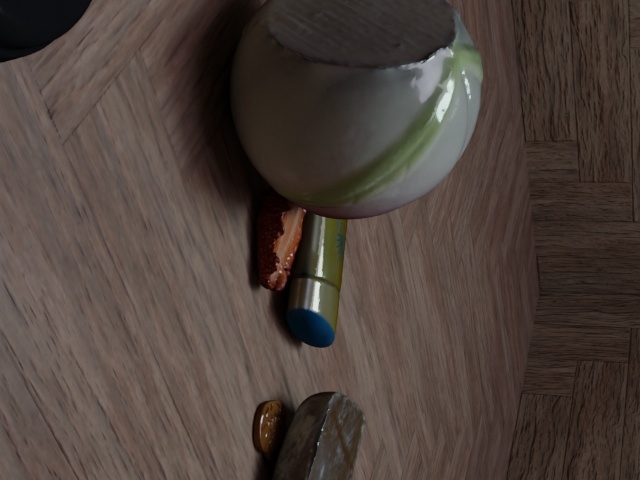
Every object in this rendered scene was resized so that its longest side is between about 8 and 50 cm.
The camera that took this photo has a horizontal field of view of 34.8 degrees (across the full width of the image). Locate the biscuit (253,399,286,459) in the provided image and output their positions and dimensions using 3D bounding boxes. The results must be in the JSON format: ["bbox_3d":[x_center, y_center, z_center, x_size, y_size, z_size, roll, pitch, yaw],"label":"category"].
[{"bbox_3d":[-0.064,0.249,1.338,0.091,0.015,0.078,8,84,-70],"label":"biscuit"}]

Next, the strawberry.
[{"bbox_3d":[-0.054,-0.010,1.307,0.104,0.048,0.152,64,42,-63],"label":"strawberry"}]

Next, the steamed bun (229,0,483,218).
[{"bbox_3d":[0.039,-0.146,1.218,0.309,0.310,0.309,1,90,-70],"label":"steamed bun"}]

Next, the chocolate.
[{"bbox_3d":[-0.024,0.326,1.362,0.157,0.080,0.253,50,51,-59],"label":"chocolate"}]

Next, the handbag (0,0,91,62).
[{"bbox_3d":[-0.241,-0.279,0.704,0.254,0.093,0.307,-45,133,-64],"label":"handbag"}]

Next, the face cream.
[{"bbox_3d":[0.000,0.000,1.419,0.139,0.067,0.285,52,43,-71],"label":"face cream"}]
